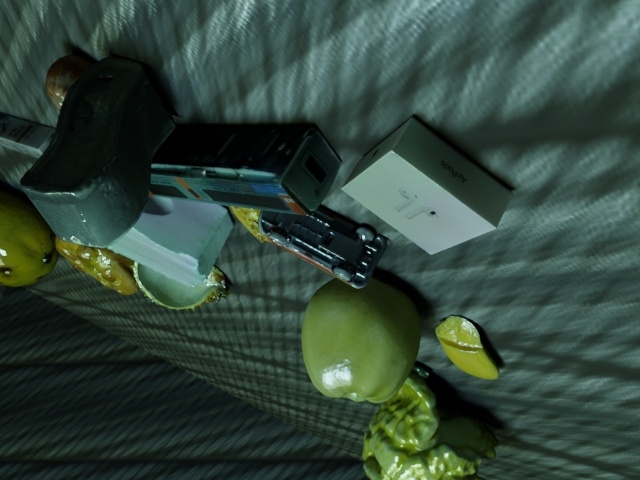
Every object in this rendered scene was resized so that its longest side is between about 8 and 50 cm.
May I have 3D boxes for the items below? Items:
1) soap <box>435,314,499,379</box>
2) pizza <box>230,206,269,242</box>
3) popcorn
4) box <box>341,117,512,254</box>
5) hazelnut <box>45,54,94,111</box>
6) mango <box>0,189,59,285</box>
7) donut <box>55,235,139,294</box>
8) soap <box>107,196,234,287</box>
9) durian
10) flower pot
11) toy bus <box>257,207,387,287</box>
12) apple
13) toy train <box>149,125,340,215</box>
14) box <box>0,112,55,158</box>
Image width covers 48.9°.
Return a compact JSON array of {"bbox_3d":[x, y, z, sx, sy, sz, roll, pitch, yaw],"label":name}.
[{"bbox_3d":[0.225,0.170,1.099,0.089,0.033,0.168,8,149,39],"label":"soap"},{"bbox_3d":[-0.092,-0.038,1.052,0.099,0.036,0.160,20,156,26],"label":"pizza"},{"bbox_3d":[0.212,0.419,1.390,0.293,0.237,0.293,29,162,10],"label":"popcorn"},{"bbox_3d":[0.108,-0.053,0.737,0.130,0.051,0.129,34,159,-10],"label":"box"},{"bbox_3d":[-0.326,-0.201,0.942,0.086,0.086,0.086,26,158,11],"label":"hazelnut"},{"bbox_3d":[-0.871,-0.017,1.882,0.445,0.220,0.301,14,156,44],"label":"mango"},{"bbox_3d":[-0.508,0.031,1.648,0.226,0.114,0.226,26,159,11],"label":"donut"},{"bbox_3d":[-0.317,-0.043,1.230,0.347,0.115,0.208,23,158,19],"label":"soap"},{"bbox_3d":[-0.299,0.065,1.474,0.139,0.144,0.252,-25,119,39],"label":"durian"},{"bbox_3d":[-0.264,-0.112,0.866,0.103,0.229,0.108,4,147,13],"label":"flower pot"},{"bbox_3d":[0.000,0.000,0.968,0.174,0.079,0.077,28,168,9],"label":"toy bus"},{"bbox_3d":[0.062,0.149,1.076,0.200,0.200,0.200,26,158,11],"label":"apple"},{"bbox_3d":[-0.151,-0.097,0.933,0.409,0.086,0.089,8,151,45],"label":"toy train"},{"bbox_3d":[-0.559,-0.195,1.298,0.218,0.055,0.039,17,153,30],"label":"box"}]
